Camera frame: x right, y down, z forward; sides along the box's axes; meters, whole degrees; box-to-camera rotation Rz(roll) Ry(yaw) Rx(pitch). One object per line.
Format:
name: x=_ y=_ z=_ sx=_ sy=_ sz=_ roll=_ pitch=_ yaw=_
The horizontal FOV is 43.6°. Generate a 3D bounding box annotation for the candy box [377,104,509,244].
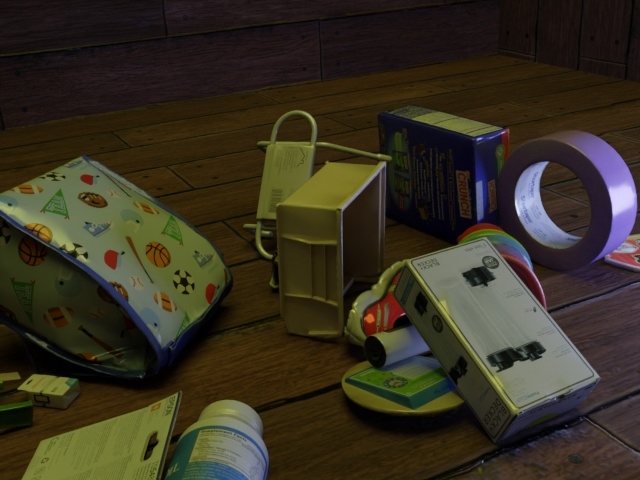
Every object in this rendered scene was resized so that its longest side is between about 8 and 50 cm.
candy box: x=0.278 y=-0.149 z=1.822 sx=0.122 sy=0.268 sz=0.317 roll=-21 pitch=29 yaw=-29

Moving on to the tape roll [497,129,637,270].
tape roll: x=0.495 y=-0.082 z=1.626 sx=0.090 sy=0.274 sz=0.275 roll=-20 pitch=28 yaw=-34

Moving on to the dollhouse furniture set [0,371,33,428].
dollhouse furniture set: x=-0.499 y=0.236 z=1.256 sx=0.059 sy=0.076 sz=0.152 roll=-2 pitch=21 yaw=-33

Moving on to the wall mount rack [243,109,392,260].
wall mount rack: x=-0.012 y=-0.110 z=1.805 sx=0.304 sy=0.350 sz=0.130 roll=5 pitch=-11 yaw=22

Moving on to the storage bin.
storage bin: x=0.027 y=0.011 z=1.477 sx=0.123 sy=0.260 sz=0.262 roll=7 pitch=25 yaw=18

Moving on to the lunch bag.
lunch bag: x=-0.378 y=0.062 z=1.423 sx=0.385 sy=0.239 sz=0.328 roll=29 pitch=28 yaw=3

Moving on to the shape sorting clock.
shape sorting clock: x=0.136 y=0.224 z=1.239 sx=0.206 sy=0.040 sz=0.206 roll=-4 pitch=11 yaw=1

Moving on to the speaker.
speaker: x=0.137 y=0.164 z=1.292 sx=0.136 sy=0.055 sz=0.055 roll=-13 pitch=24 yaw=-35

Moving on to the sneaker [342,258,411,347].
sneaker: x=0.140 y=0.128 z=1.434 sx=0.118 sy=0.107 sz=0.279 roll=28 pitch=34 yaw=17

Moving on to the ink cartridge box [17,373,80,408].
ink cartridge box: x=-0.435 y=0.241 z=1.281 sx=0.083 sy=0.028 sz=0.048 roll=4 pitch=23 yaw=15

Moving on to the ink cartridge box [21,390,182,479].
ink cartridge box: x=-0.282 y=0.302 z=1.017 sx=0.224 sy=0.045 sz=0.223 roll=-20 pitch=21 yaw=7

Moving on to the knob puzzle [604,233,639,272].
knob puzzle: x=0.686 y=0.022 z=1.674 sx=0.213 sy=0.030 sz=0.213 roll=-2 pitch=23 yaw=1

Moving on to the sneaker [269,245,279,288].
sneaker: x=-0.058 y=0.021 z=1.575 sx=0.066 sy=0.188 sz=0.071 roll=25 pitch=40 yaw=17

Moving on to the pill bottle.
pill bottle: x=-0.130 y=0.298 z=0.988 sx=0.124 sy=0.124 sz=0.221 roll=-1 pitch=22 yaw=5

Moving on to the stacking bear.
stacking bear: x=0.313 y=0.053 z=1.496 sx=0.175 sy=0.164 sz=0.289 roll=0 pitch=18 yaw=7

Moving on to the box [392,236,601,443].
box: x=0.256 y=0.142 z=1.206 sx=0.169 sy=0.087 sz=0.290 roll=-16 pitch=54 yaw=-28
